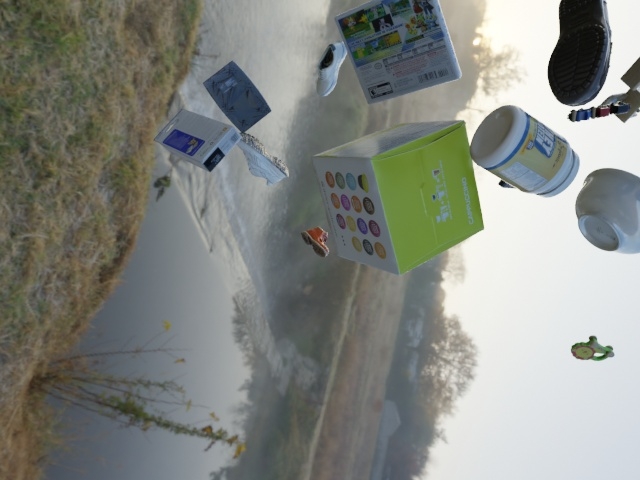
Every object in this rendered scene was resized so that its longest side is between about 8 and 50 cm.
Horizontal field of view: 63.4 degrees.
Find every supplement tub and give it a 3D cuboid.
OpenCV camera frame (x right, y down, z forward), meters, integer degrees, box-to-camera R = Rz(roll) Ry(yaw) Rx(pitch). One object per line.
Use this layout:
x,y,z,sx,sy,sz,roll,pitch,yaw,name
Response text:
0.443,-0.188,1.125,0.144,0.200,0.144,-50,-154,36,supplement tub

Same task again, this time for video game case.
0.234,-0.597,1.593,0.036,0.329,0.300,-49,122,-41,video game case

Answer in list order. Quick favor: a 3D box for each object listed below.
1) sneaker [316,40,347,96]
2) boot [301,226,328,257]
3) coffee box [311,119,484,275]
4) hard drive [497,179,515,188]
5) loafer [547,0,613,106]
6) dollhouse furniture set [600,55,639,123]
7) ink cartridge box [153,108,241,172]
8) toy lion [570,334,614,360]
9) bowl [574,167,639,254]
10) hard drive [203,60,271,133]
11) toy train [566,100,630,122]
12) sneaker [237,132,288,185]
0.023,-0.718,2.170,0.091,0.094,0.258,-19,149,-36,sneaker
0.000,0.000,1.917,0.158,0.084,0.059,47,-26,44,boot
0.227,-0.141,1.536,0.334,0.338,0.337,17,-52,60,coffee box
0.559,-0.205,1.436,0.094,0.022,0.135,-2,131,-43,hard drive
0.647,-0.461,1.248,0.130,0.134,0.366,34,64,-34,loafer
0.868,-0.289,1.161,0.174,0.355,0.303,-16,152,-32,dollhouse furniture set
-0.461,-0.376,1.912,0.176,0.371,0.069,-51,139,-12,ink cartridge box
0.821,0.337,1.578,0.096,0.100,0.034,-54,-171,39,toy lion
0.878,-0.061,1.558,0.134,0.298,0.298,-38,163,-9,bowl
-0.339,-0.583,2.124,0.172,0.254,0.054,-39,-171,-4,hard drive
0.575,-0.264,1.068,0.036,0.158,0.027,-136,-143,-59,toy train
-0.277,-0.348,2.269,0.129,0.297,0.111,-37,-154,23,sneaker
